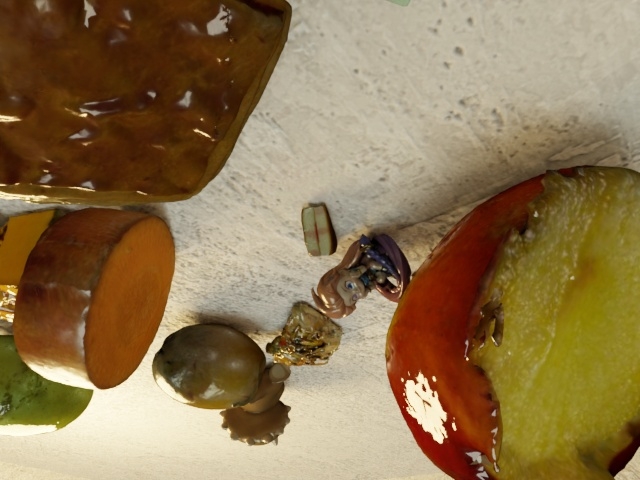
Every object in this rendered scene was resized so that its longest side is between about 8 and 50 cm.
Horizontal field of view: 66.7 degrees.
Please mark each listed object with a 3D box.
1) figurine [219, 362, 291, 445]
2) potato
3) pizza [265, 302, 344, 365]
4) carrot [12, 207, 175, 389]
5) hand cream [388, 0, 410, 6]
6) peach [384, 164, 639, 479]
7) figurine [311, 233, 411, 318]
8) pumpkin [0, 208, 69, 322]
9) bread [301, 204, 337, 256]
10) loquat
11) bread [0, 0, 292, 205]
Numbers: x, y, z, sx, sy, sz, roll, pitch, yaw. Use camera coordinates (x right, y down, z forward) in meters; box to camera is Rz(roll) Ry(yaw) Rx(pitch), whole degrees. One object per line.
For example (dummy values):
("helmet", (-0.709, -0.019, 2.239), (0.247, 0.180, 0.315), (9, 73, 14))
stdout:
("figurine", (-0.158, 0.419, 1.207), (0.177, 0.173, 0.247), (11, 142, -11))
("potato", (-0.657, 0.321, 1.072), (0.216, 0.215, 0.304), (-23, 135, 29))
("pizza", (-0.026, 0.215, 1.018), (0.147, 0.069, 0.226), (17, 141, -15))
("carrot", (-0.311, 0.090, 0.722), (0.100, 0.258, 0.307), (19, 140, 9))
("hand cream", (0.077, -0.280, 0.373), (0.078, 0.050, 0.205), (11, 147, -15))
("peach", (0.269, 0.105, 0.614), (0.339, 0.353, 0.416), (19, 125, -21))
("figurine", (0.063, 0.059, 0.763), (0.157, 0.114, 0.126), (-25, 121, 10))
("pumpkin", (-0.475, 0.028, 0.731), (0.280, 0.139, 0.190), (25, 141, -32))
("bread", (0.000, 0.000, 0.737), (0.043, 0.062, 0.109), (-7, 145, 10))
("loquat", (-0.229, 0.259, 1.000), (0.227, 0.179, 0.179), (7, 143, -3))
("bread", (-0.214, -0.168, 0.394), (0.325, 0.167, 0.277), (3, 140, -38))
